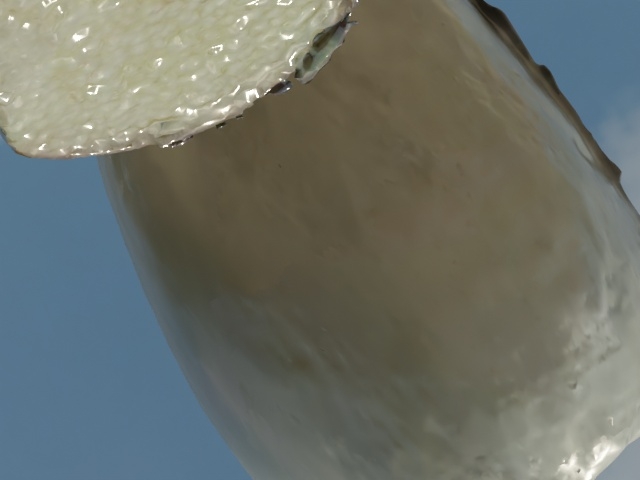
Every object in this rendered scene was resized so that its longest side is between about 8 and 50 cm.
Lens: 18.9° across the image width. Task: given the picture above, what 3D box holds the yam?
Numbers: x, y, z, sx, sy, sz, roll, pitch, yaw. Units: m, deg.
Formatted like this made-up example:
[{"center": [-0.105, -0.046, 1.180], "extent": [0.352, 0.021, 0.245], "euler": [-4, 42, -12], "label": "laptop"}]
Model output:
[{"center": [-0.096, -0.136, 0.524], "extent": [0.128, 0.129, 0.238], "euler": [-18, -121, -35], "label": "yam"}]

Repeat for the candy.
[{"center": [0.000, 0.000, 1.034], "extent": [0.186, 0.427, 0.386], "euler": [-29, 178, -25], "label": "candy"}]
